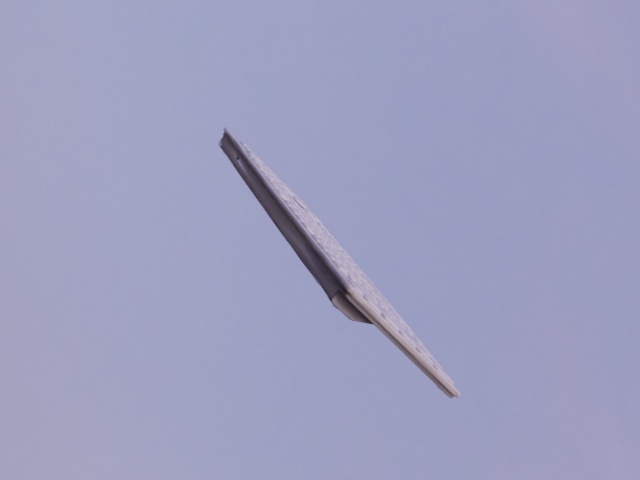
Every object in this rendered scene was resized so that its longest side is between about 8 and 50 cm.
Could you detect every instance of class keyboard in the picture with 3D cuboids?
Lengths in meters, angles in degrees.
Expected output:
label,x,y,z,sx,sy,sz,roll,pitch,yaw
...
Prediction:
label,x,y,z,sx,sy,sz,roll,pitch,yaw
keyboard,0.000,0.000,0.572,0.014,0.072,0.256,-49,-156,5
